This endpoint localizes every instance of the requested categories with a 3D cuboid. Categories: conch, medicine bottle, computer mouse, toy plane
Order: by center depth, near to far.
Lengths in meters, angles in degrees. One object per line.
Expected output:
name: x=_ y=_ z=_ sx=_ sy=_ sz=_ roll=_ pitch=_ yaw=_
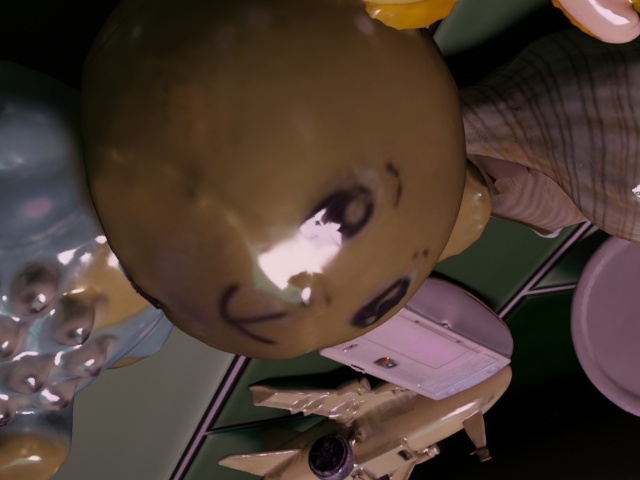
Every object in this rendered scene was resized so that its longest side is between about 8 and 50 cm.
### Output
conch: x=0.134 y=-0.056 z=0.605 sx=0.234 sy=0.114 sz=0.137 roll=12 pitch=155 yaw=26
computer mouse: x=0.071 y=0.072 z=0.886 sx=0.102 sy=0.044 sz=0.199 roll=-32 pitch=147 yaw=25
medicine bottle: x=0.319 y=0.077 z=0.914 sx=0.165 sy=0.165 sz=0.273 roll=-30 pitch=151 yaw=28
toy plane: x=0.049 y=0.167 z=1.023 sx=0.256 sy=0.104 sz=0.242 roll=-19 pitch=141 yaw=21

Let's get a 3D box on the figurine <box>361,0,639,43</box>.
figurine: x=0.065 y=-0.133 z=0.368 sx=0.246 sy=0.131 sz=0.156 roll=17 pitch=105 yaw=-49

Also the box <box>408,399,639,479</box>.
box: x=0.272 y=0.290 z=1.187 sx=0.344 sy=0.177 sz=0.352 roll=-22 pitch=-178 yaw=6

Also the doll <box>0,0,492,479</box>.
doll: x=-0.066 y=-0.018 z=0.477 sx=0.261 sy=0.161 sz=0.177 roll=-19 pitch=134 yaw=8

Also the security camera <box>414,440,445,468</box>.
security camera: x=0.085 y=0.229 z=1.238 sx=0.092 sy=0.058 sz=0.058 roll=-20 pitch=158 yaw=-22
